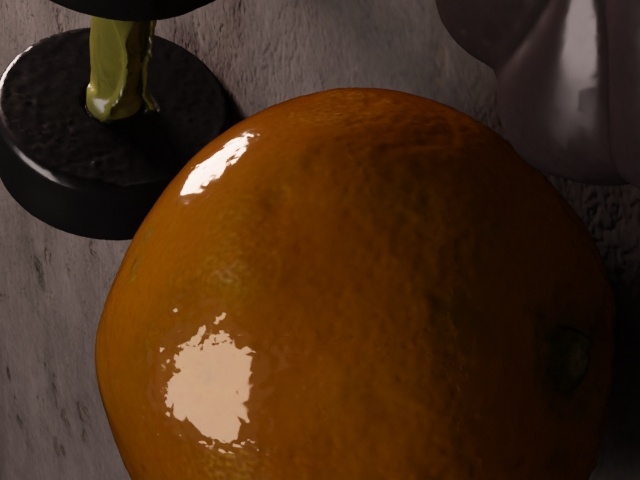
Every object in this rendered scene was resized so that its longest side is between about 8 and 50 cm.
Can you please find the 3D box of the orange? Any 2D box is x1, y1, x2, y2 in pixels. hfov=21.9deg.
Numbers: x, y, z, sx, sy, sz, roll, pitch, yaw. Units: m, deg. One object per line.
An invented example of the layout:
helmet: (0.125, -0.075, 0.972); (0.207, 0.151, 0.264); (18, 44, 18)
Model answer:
orange: (0.024, 0.066, 0.974); (0.312, 0.312, 0.312); (43, 142, 48)

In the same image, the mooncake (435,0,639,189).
mooncake: (0.162, -0.161, 0.722); (0.306, 0.154, 0.306); (41, 138, 52)

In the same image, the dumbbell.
dumbbell: (-0.160, -0.172, 1.316); (0.204, 0.203, 0.322); (56, 151, 32)
